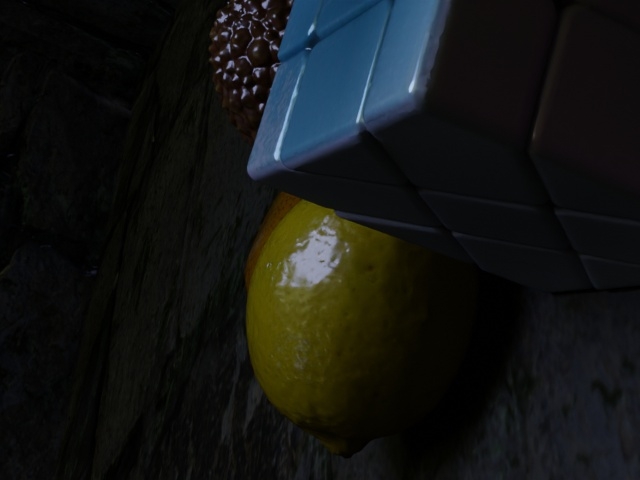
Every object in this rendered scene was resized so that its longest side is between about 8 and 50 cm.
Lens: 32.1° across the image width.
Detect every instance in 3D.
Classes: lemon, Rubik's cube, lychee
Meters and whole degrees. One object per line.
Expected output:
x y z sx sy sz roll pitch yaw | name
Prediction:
0.041 0.067 1.094 0.263 0.236 0.236 -51 21 3 | lemon
0.170 -0.158 0.854 0.322 0.319 0.315 -12 60 68 | Rubik's cube
-0.001 -0.150 1.063 0.200 0.238 0.200 -28 43 29 | lychee

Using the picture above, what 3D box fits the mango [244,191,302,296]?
0.000 0.000 1.391 0.290 0.160 0.191 -85 17 -60 | mango
